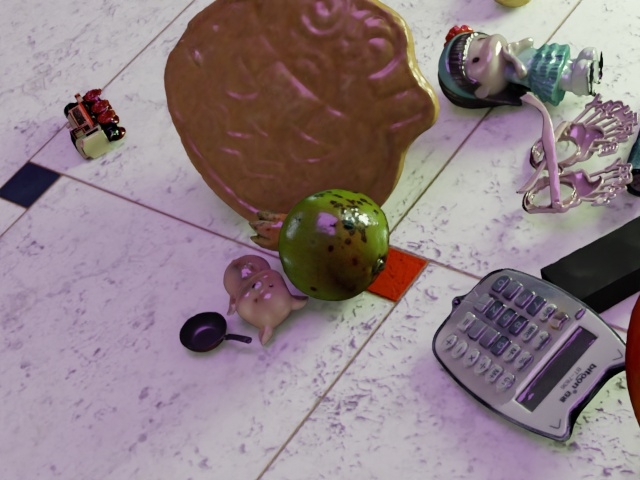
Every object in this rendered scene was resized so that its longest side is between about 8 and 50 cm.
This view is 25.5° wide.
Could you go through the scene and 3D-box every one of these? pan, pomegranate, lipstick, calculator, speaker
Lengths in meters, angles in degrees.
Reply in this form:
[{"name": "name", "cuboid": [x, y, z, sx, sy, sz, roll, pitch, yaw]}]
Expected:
[{"name": "pan", "cuboid": [-0.139, 0.132, 1.927, 0.115, 0.023, 0.068, 11, 51, 31]}, {"name": "pomegranate", "cuboid": [0.000, 0.000, 1.916, 0.205, 0.159, 0.159, 13, 53, 27]}, {"name": "lipstick", "cuboid": [0.473, -0.159, 1.982, 0.053, 0.053, 0.234, 6, 48, 24]}, {"name": "calculator", "cuboid": [0.253, 0.134, 1.755, 0.177, 0.040, 0.268, -46, 48, -6]}, {"name": "speaker", "cuboid": [0.399, 0.023, 1.833, 0.218, 0.044, 0.082, -28, 44, -10]}]

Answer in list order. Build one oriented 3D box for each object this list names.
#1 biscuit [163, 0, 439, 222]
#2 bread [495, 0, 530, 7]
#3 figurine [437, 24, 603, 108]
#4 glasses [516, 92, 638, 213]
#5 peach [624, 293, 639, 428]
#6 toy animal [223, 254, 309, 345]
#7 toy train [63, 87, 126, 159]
[{"name": "biscuit", "cuboid": [-0.034, -0.200, 1.993, 0.385, 0.062, 0.365, 42, 105, 9]}, {"name": "bread", "cuboid": [0.322, -0.421, 2.286, 0.082, 0.056, 0.115, 7, 56, 26]}, {"name": "figurine", "cuboid": [0.293, -0.257, 2.105, 0.245, 0.110, 0.138, 6, 40, 20]}, {"name": "glasses", "cuboid": [0.352, -0.133, 1.945, 0.162, 0.095, 0.255, -9, 40, 21]}, {"name": "peach", "cuboid": [0.514, 0.109, 1.491, 0.388, 0.388, 0.388, -10, 45, 10]}, {"name": "toy animal", "cuboid": [-0.084, 0.068, 1.941, 0.083, 0.089, 0.150, -51, 46, 17]}, {"name": "toy train", "cuboid": [-0.374, -0.194, 2.312, 0.087, 0.050, 0.138, -30, 45, -6]}]
